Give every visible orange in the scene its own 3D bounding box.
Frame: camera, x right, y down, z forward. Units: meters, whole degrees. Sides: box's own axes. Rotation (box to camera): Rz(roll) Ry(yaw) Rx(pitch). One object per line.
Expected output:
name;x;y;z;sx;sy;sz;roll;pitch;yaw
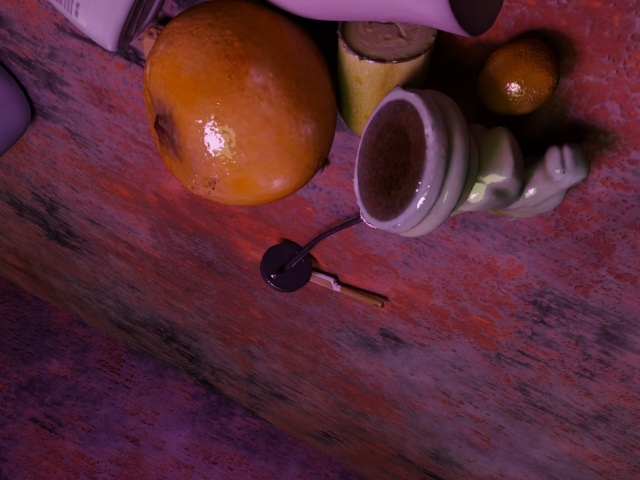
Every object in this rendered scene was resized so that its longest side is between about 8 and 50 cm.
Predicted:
orange;0.228;-0.186;0.660;0.085;0.085;0.095;42;135;-15

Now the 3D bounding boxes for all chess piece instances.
chess piece;0.204;-0.081;0.710;0.298;0.176;0.176;5;159;-29

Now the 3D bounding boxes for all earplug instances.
earplug;0.032;-0.304;0.608;0.301;0.172;0.172;13;144;36

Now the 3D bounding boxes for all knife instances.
knife;0.027;0.094;1.265;0.256;0.022;0.046;20;155;27

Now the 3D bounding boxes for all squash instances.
squash;0.077;-0.202;0.735;0.123;0.123;0.187;23;149;13

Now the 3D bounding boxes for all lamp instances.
lamp;0.017;-0.017;1.112;0.130;0.108;0.371;46;132;0

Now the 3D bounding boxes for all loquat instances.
loquat;-0.104;-0.168;0.733;0.263;0.263;0.263;22;147;15

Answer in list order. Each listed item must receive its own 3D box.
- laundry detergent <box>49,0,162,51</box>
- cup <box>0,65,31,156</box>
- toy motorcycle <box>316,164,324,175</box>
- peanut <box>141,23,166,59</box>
laundry detergent;-0.382;-0.472;0.757;0.398;0.125;0.264;42;147;-13
cup;-0.855;-0.293;1.249;0.356;0.274;0.259;31;147;4
toy motorcycle;-0.067;-0.150;0.958;0.152;0.073;0.225;12;150;2
peanut;-0.201;-0.274;0.901;0.194;0.083;0.093;32;162;-2
